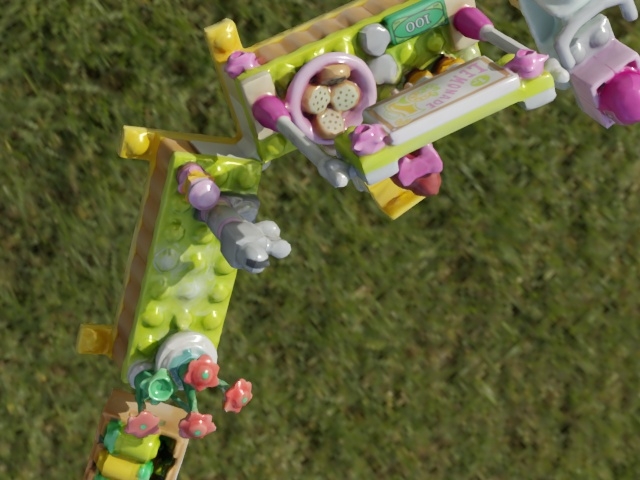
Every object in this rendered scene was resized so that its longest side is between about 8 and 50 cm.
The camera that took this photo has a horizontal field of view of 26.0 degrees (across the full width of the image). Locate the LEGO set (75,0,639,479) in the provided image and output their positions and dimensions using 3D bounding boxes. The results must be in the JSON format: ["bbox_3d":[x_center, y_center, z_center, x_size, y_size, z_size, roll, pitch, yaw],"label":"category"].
[{"bbox_3d":[0.000,0.000,0.493,0.287,0.107,0.132,-44,125,0],"label":"LEGO set"}]
